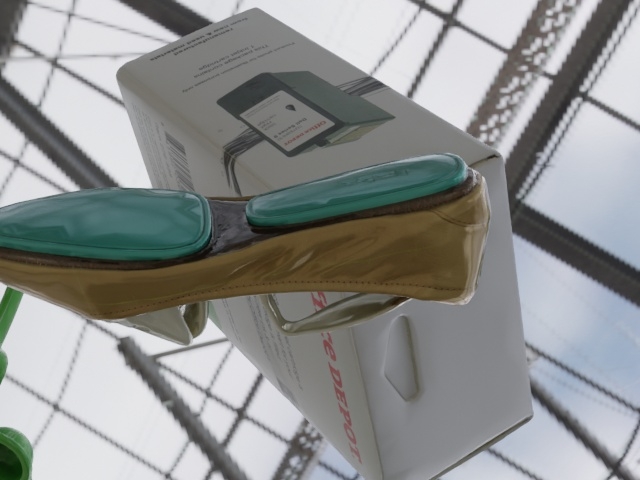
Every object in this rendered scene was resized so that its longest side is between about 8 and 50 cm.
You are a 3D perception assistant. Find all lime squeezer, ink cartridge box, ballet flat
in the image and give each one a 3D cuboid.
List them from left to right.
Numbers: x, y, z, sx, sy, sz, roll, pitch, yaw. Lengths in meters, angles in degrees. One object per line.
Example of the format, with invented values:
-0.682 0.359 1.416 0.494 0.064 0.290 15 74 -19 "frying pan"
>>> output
-0.252 0.150 1.086 0.058 0.110 0.311 -22 -106 19 "lime squeezer"
-0.039 0.013 0.588 0.232 0.080 0.073 -6 -66 4 "ballet flat"
0.000 0.000 0.866 0.289 0.121 0.211 40 -30 49 "ink cartridge box"
